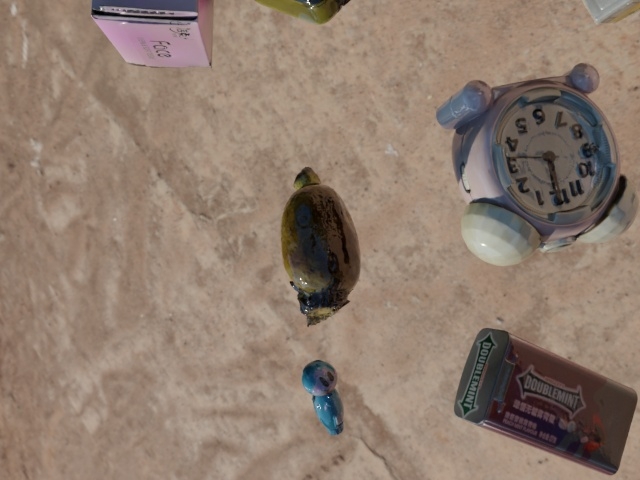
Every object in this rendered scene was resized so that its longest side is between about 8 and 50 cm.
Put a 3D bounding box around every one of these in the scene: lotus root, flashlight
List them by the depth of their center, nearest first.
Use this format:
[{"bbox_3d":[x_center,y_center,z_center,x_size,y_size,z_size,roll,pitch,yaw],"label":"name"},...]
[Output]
[{"bbox_3d":[0.008,0.222,0.901,0.051,0.051,0.129,21,139,40],"label":"flashlight"},{"bbox_3d":[0.000,0.000,1.214,0.141,0.169,0.314,-12,74,14],"label":"lotus root"}]

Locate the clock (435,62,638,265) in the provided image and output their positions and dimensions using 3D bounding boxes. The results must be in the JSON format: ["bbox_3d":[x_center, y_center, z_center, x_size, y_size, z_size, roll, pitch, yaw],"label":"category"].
[{"bbox_3d":[0.396,-0.132,1.176,0.184,0.342,0.325,123,132,-77],"label":"clock"}]

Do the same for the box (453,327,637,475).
[{"bbox_3d":[0.282,0.200,0.788,0.224,0.120,0.069,23,170,-20],"label":"box"}]

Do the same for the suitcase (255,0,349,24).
[{"bbox_3d":[-0.027,-0.457,0.979,0.235,0.194,0.143,33,167,34],"label":"suitcase"}]

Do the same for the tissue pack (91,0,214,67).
[{"bbox_3d":[-0.143,-0.297,0.580,0.148,0.093,0.246,-170,82,-85],"label":"tissue pack"}]

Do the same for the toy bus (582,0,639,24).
[{"bbox_3d":[0.486,-0.398,0.863,0.268,0.106,0.092,-28,86,50],"label":"toy bus"}]
